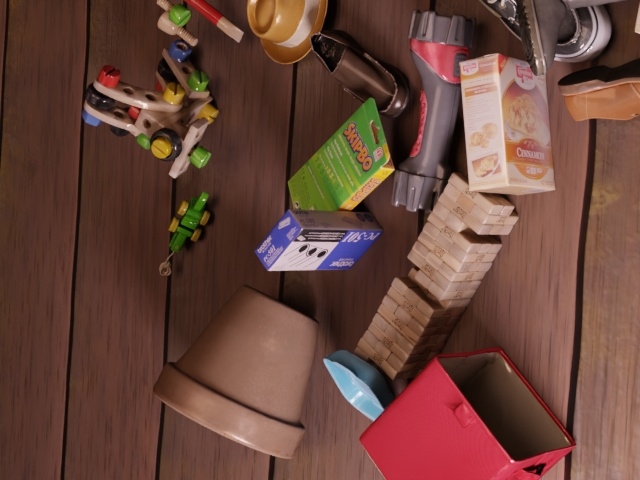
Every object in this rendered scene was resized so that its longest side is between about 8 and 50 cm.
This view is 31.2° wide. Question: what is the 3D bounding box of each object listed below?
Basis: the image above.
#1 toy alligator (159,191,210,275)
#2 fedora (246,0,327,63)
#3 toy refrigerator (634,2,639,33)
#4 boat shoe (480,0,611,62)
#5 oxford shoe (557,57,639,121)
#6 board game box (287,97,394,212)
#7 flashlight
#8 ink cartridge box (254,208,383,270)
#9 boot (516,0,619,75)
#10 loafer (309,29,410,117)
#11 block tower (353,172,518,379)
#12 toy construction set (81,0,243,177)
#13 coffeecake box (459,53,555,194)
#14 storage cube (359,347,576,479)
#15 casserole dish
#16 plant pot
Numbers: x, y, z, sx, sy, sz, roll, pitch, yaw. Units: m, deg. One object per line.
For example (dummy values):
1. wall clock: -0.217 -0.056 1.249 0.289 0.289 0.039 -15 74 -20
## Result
1. toy alligator: -0.254 -0.020 2.139 0.189 0.056 0.051 -59 15 24
2. fedora: -0.069 -0.401 1.958 0.194 0.079 0.194 -1 89 48
3. toy refrigerator: 0.481 -0.279 1.393 0.094 0.269 0.102 15 100 39
4. boat shoe: 0.271 -0.371 1.664 0.335 0.119 0.121 46 116 29
5. oxford shoe: 0.437 -0.205 1.572 0.212 0.076 0.076 -5 116 37
6. board game box: 0.035 -0.111 1.864 0.259 0.039 0.124 -45 49 46
7. flashlight: 0.165 -0.199 1.768 0.103 0.103 0.304 10 102 1
8. ink cartridge box: 0.000 0.000 1.824 0.097 0.207 0.046 -50 61 27
9. boot: 0.374 -0.328 1.558 0.208 0.076 0.189 -7 87 0
10. loafer: 0.054 -0.272 1.867 0.220 0.078 0.080 41 114 32
11. block tower: 0.178 0.065 1.753 0.097 0.091 0.335 43 116 32
12. toy construction set: -0.241 -0.260 2.052 0.237 0.257 0.309 38 103 15
13. coffeecake box: 0.269 -0.163 1.647 0.068 0.142 0.185 -8 85 38
14. storage cube: 0.211 0.293 1.662 0.193 0.184 0.215 -51 60 28
15. casserole dish: 0.071 0.233 1.811 0.114 0.188 0.037 30 69 36
16. plant pot: -0.112 0.207 1.914 0.263 0.263 0.229 25 87 37
